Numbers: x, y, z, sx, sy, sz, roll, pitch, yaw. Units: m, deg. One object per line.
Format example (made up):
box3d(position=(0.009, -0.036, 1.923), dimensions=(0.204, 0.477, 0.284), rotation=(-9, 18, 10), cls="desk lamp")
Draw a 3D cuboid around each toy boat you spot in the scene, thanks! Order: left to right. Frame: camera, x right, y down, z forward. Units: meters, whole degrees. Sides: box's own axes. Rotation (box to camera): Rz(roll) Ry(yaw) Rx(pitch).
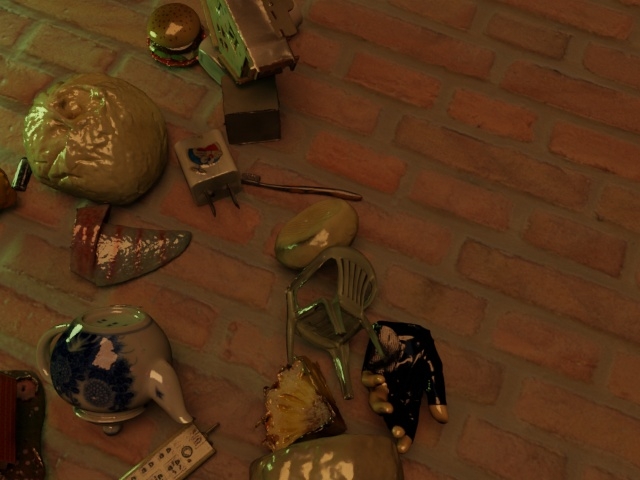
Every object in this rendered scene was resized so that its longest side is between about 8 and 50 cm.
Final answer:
box3d(position=(-0.462, 0.016, 1.696), dimensions=(0.283, 0.096, 0.206), rotation=(5, 74, -13), cls="toy boat")

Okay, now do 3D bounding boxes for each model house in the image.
box3d(position=(-0.675, 0.381, 1.440), dimensions=(0.207, 0.154, 0.293), rotation=(3, 55, -26), cls="model house")
box3d(position=(-0.174, -0.524, 1.722), dimensions=(0.169, 0.244, 0.325), rotation=(-23, 84, -20), cls="model house")

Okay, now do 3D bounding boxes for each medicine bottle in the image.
box3d(position=(-0.187, -0.554, 1.909), dimensions=(0.161, 0.111, 0.296), rotation=(44, 74, 0), cls="medicine bottle")

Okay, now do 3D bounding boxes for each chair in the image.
box3d(position=(0.041, 0.168, 1.535), dimensions=(0.190, 0.203, 0.274), rotation=(-43, 33, 23), cls="chair")

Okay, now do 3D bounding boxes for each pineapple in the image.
box3d(position=(-0.035, 0.374, 1.516), dimensions=(0.186, 0.114, 0.236), rotation=(4, 72, 29), cls="pineapple")

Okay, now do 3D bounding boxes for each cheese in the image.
box3d(position=(0.015, 0.475, 1.395), dimensions=(0.327, 0.318, 0.115), rotation=(11, 58, -33), cls="cheese")

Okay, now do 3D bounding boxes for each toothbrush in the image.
box3d(position=(-0.050, -0.135, 1.787), dimensions=(0.321, 0.023, 0.031), rotation=(11, 71, 3), cls="toothbrush")

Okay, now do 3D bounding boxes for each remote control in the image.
box3d(position=(-0.768, -0.173, 1.789), dimensions=(0.039, 0.014, 0.096), rotation=(8, 69, 2), cls="remote control")

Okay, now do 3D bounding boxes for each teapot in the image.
box3d(position=(-0.452, 0.294, 1.501), dimensions=(0.424, 0.252, 0.279), rotation=(10, 104, 23), cls="teapot")

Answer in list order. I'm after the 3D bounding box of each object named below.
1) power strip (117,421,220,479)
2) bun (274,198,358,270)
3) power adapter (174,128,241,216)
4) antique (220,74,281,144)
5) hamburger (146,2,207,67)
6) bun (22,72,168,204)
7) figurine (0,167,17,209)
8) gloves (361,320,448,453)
box3d(position=(-0.328, 0.488, 1.517), dimensions=(0.268, 0.034, 0.092), rotation=(-38, 73, -15), cls="power strip")
box3d(position=(0.000, 0.000, 1.669), dimensions=(0.222, 0.222, 0.127), rotation=(-42, 115, -17), cls="bun")
box3d(position=(-0.268, -0.154, 1.734), dimensions=(0.130, 0.125, 0.204), rotation=(-22, 69, -11), cls="power adapter")
box3d(position=(-0.181, -0.350, 1.804), dimensions=(0.147, 0.152, 0.147), rotation=(-5, 66, -4), cls="antique")
box3d(position=(-0.395, -0.567, 1.895), dimensions=(0.175, 0.137, 0.175), rotation=(1, 70, -3), cls="hamburger")
box3d(position=(-0.559, -0.260, 1.716), dimensions=(0.349, 0.227, 0.352), rotation=(-18, 71, -11), cls="bun")
box3d(position=(-0.875, -0.109, 1.710), dimensions=(0.247, 0.131, 0.156), rotation=(-15, 28, 8), cls="figurine")
box3d(position=(0.186, 0.322, 1.533), dimensions=(0.197, 0.152, 0.301), rotation=(5, 43, 7), cls="gloves")
